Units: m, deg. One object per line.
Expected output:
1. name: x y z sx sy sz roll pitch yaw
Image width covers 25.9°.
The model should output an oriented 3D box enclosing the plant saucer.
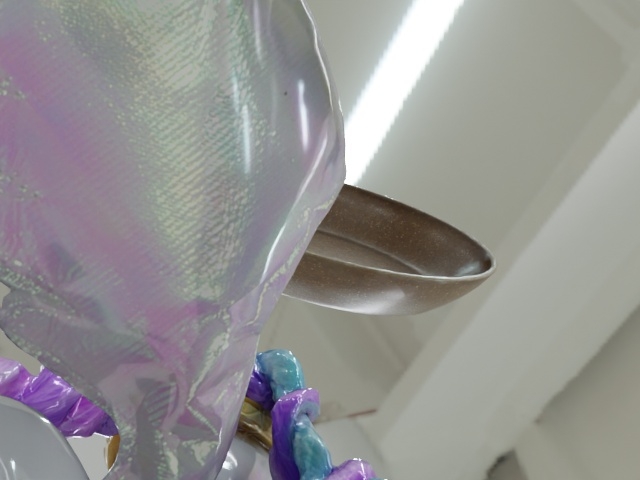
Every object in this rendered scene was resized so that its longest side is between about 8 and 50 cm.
1. plant saucer: 0.000 0.000 0.785 0.198 0.198 0.036 29 -72 43

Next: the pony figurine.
1. pony figurine: -0.093 0.084 0.378 0.302 0.351 0.363 -30 -152 14
